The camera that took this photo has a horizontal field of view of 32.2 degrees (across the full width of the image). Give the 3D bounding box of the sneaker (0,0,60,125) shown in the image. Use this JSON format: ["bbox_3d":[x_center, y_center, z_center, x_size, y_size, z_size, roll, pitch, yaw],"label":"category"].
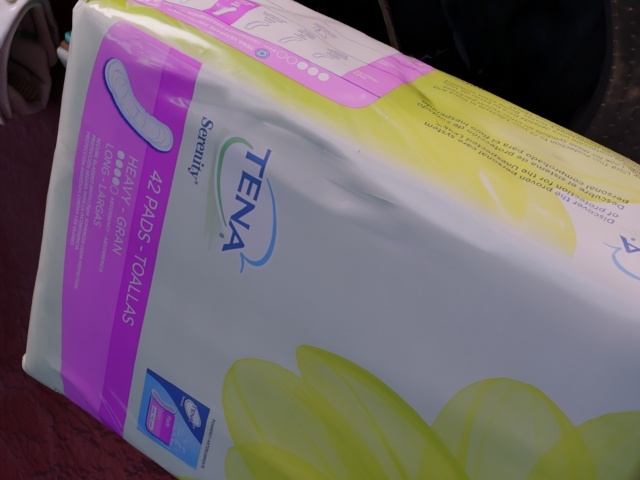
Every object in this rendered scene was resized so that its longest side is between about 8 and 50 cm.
[{"bbox_3d":[-0.288,-0.125,0.822,0.169,0.108,0.292,33,152,-8],"label":"sneaker"}]

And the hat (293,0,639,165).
[{"bbox_3d":[0.061,-0.101,0.549,0.331,0.134,0.331,11,114,26],"label":"hat"}]

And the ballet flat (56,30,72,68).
[{"bbox_3d":[-0.081,-0.092,0.705,0.221,0.077,0.079,7,109,30],"label":"ballet flat"}]

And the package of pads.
[{"bbox_3d":[0.012,0.030,0.490,0.296,0.101,0.229,30,126,17],"label":"package of pads"}]
